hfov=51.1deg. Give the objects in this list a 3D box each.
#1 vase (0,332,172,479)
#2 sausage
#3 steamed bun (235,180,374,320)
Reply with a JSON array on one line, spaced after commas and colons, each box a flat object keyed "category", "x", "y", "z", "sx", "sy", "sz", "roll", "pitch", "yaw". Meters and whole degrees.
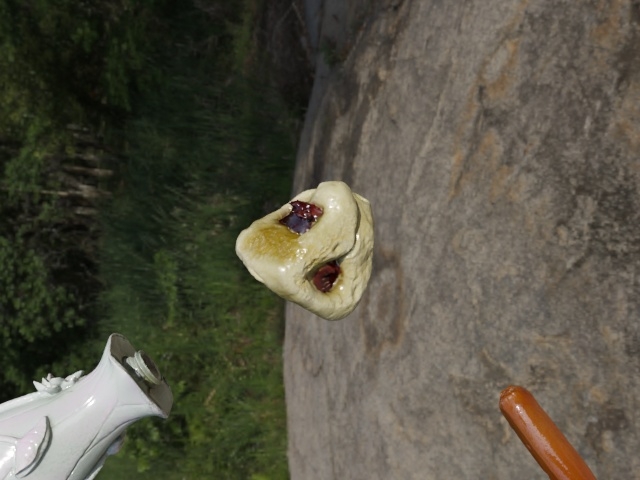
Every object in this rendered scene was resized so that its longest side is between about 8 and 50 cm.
[{"category": "vase", "x": -0.488, "y": 0.370, "z": 1.232, "sx": 0.250, "sy": 0.445, "sz": 0.250, "roll": 52, "pitch": 176, "yaw": 5}, {"category": "sausage", "x": 0.597, "y": 0.536, "z": 1.759, "sx": 0.348, "sy": 0.097, "sz": 0.094, "roll": 54, "pitch": 176, "yaw": 17}, {"category": "steamed bun", "x": 0.000, "y": 0.000, "z": 0.853, "sx": 0.155, "sy": 0.172, "sz": 0.141, "roll": -55, "pitch": 46, "yaw": 5}]
